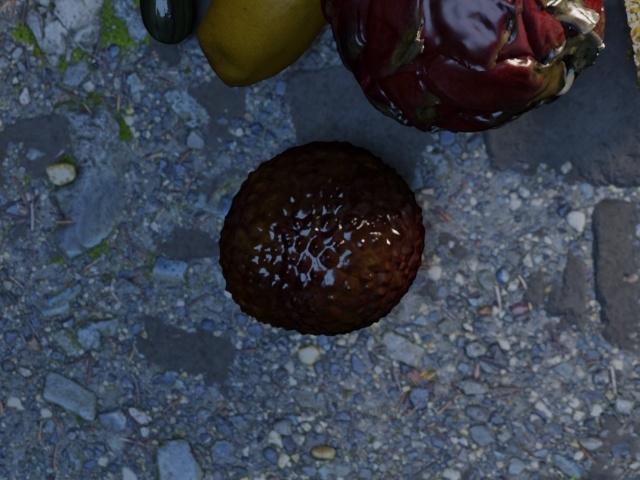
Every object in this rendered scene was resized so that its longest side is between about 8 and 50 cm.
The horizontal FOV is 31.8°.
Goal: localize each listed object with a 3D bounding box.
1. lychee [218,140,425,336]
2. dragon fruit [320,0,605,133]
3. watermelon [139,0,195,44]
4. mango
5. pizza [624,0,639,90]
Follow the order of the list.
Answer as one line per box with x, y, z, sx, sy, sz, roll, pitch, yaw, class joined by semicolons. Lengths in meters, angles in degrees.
0.000;0.000;1.428;0.260;0.260;0.261;4;103;17;lychee
0.158;-0.272;1.286;0.329;0.329;0.329;4;103;17;dragon fruit
-0.206;-0.319;1.508;0.078;0.078;0.111;-3;97;18;watermelon
-0.046;-0.354;1.419;0.187;0.144;0.359;28;115;23;mango
0.423;-0.360;1.304;0.280;0.075;0.288;-33;88;17;pizza
